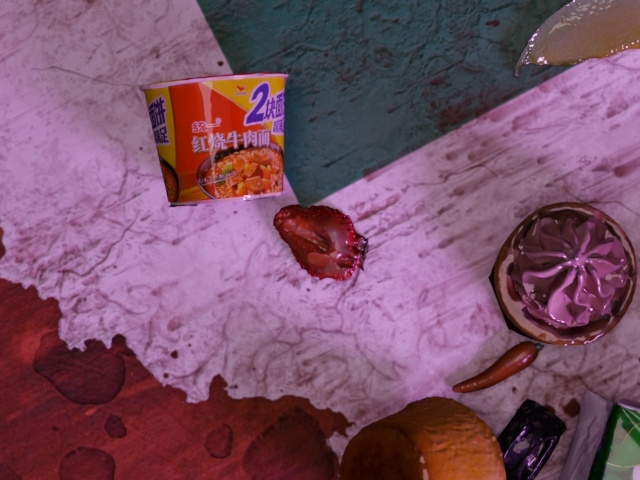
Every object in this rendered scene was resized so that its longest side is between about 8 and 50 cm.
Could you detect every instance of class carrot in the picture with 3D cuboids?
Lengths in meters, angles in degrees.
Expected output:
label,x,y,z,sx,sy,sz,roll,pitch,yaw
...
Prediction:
label,x,y,z,sx,sy,sz,roll,pitch,yaw
carrot,0.249,0.180,1.689,0.142,0.035,0.035,-32,83,10

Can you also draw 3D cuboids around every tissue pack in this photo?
label,x,y,z,sx,sy,sz,roll,pitch,yaw
tissue pack,0.394,0.317,1.603,0.156,0.148,0.209,14,90,15

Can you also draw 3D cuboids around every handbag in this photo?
label,x,y,z,sx,sy,sz,roll,pitch,yaw
handbag,0.275,0.279,1.625,0.072,0.139,0.115,36,93,9

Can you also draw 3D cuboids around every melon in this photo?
label,x,y,z,sx,sy,sz,roll,pitch,yaw
melon,0.388,-0.296,1.695,0.261,0.053,0.114,-23,103,10

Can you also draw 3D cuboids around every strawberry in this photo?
label,x,y,z,sx,sy,sz,roll,pitch,yaw
strawberry,0.000,0.000,1.725,0.152,0.048,0.104,27,88,5

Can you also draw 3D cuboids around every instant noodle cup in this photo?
label,x,y,z,sx,sy,sz,roll,pitch,yaw
instant noodle cup,-0.138,-0.139,1.682,0.213,0.213,0.174,-5,95,8

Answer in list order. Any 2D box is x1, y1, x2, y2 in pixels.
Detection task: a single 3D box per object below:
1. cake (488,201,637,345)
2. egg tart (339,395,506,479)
label,x,y,z,sx,sy,sz,roll,pitch,yaw
cake,0.324,0.051,1.613,0.185,0.178,0.208,39,96,7
egg tart,0.127,0.315,1.613,0.215,0.170,0.215,-6,82,40
